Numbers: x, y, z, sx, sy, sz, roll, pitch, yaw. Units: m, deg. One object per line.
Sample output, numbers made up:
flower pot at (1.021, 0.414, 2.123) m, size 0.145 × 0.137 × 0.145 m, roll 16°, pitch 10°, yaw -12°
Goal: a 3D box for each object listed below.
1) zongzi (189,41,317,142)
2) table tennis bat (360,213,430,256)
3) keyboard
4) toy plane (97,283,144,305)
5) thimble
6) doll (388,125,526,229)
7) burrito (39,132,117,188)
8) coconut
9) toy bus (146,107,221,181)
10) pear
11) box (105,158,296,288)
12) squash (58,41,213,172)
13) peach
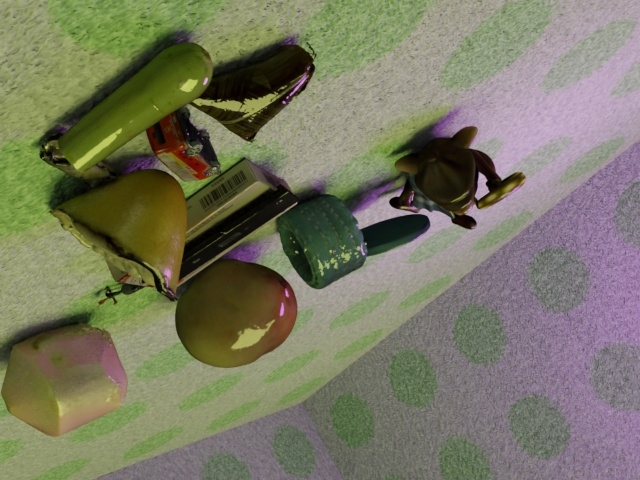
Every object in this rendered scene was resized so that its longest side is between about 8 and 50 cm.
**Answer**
zongzi at (-0.108, -0.251, 1.272) m, size 0.187 × 0.084 × 0.184 m, roll -42°, pitch 150°, yaw 13°
table tennis bat at (0.120, -0.008, 2.078) m, size 0.329 × 0.044 × 0.215 m, roll -9°, pitch -160°, yaw 35°
keyboard at (-0.187, -0.011, 1.657) m, size 0.317 × 0.027 × 0.106 m, roll -33°, pitch 166°, yaw 7°
toy plane at (-0.410, 0.102, 1.792) m, size 0.145 × 0.037 × 0.060 m, roll -27°, pitch 172°, yaw -25°
thimble at (0.000, 0.000, 1.916) m, size 0.143 × 0.198 × 0.235 m, roll -27°, pitch -172°, yaw -17°
doll at (0.318, -0.134, 2.020) m, size 0.318 × 0.209 × 0.340 m, roll -15°, pitch 170°, yaw 6°
burrito at (-0.367, -0.118, 1.267) m, size 0.051 × 0.042 × 0.171 m, roll -32°, pitch 165°, yaw 5°
coconut at (-0.565, 0.302, 1.807) m, size 0.245 × 0.233 × 0.233 m, roll -16°, pitch 157°, yaw -38°
toy bus at (-0.221, -0.149, 1.361) m, size 0.077 × 0.079 × 0.174 m, roll -23°, pitch 163°, yaw 4°
pear at (-0.302, -0.037, 1.388) m, size 0.178 × 0.267 × 0.267 m, roll -59°, pitch 166°, yaw -11°
box at (-0.236, -0.021, 1.696) m, size 0.353 × 0.069 × 0.214 m, roll -32°, pitch 162°, yaw 12°
squash at (-0.257, -0.192, 1.176) m, size 0.250 × 0.083 × 0.083 m, roll -33°, pitch 162°, yaw 11°
peach at (-0.192, 0.173, 1.977) m, size 0.292 × 0.247 × 0.292 m, roll -7°, pitch 167°, yaw -2°
